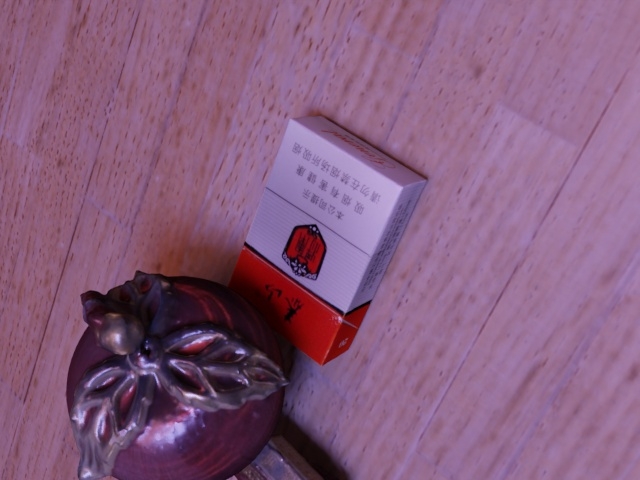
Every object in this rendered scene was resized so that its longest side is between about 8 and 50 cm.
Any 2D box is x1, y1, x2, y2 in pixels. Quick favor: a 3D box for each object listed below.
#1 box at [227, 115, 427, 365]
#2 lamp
[{"bbox_3d":[0.000,0.000,0.585,0.100,0.048,0.152,35,116,25],"label":"box"},{"bbox_3d":[-0.079,0.115,0.582,0.151,0.223,0.215,-49,61,8],"label":"lamp"}]
